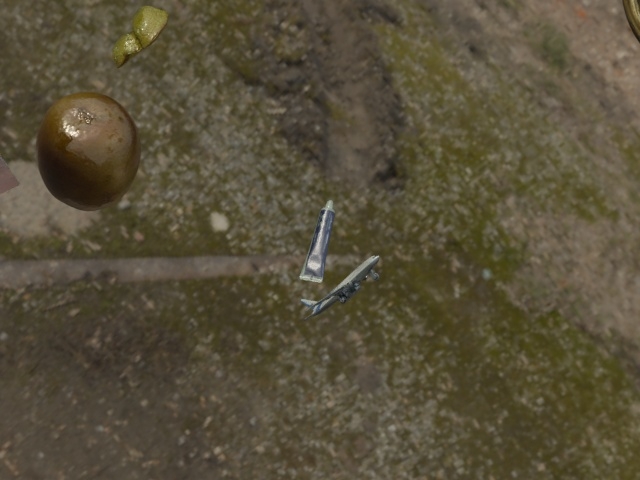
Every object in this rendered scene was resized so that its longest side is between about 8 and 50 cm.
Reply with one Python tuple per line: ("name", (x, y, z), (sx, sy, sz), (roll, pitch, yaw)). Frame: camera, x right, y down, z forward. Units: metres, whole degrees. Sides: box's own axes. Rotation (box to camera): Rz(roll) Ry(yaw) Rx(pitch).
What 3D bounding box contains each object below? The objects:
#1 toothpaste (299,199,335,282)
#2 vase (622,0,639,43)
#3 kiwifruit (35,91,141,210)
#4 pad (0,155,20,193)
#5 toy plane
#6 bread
("toothpaste", (0.000, 0.000, 1.495), (0.021, 0.037, 0.140), (68, 33, -61))
("vase", (0.629, -0.401, 1.602), (0.241, 0.302, 0.329), (-13, 32, -33))
("kiwifruit", (-0.428, -0.158, 1.807), (0.196, 0.234, 0.196), (8, 52, -10))
("pad", (-0.562, -0.113, 1.560), (0.113, 0.006, 0.188), (-28, 48, -19))
("toy plane", (0.051, 0.105, 2.123), (0.058, 0.226, 0.226), (61, 30, 6))
("bread", (-0.400, -0.451, 2.127), (0.065, 0.149, 0.187), (42, 23, -24))
